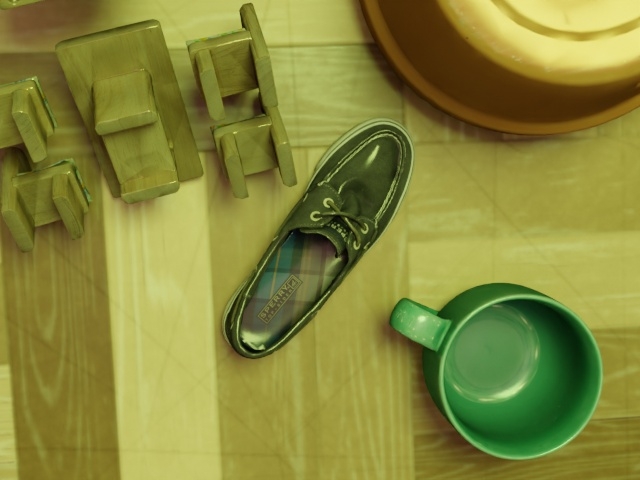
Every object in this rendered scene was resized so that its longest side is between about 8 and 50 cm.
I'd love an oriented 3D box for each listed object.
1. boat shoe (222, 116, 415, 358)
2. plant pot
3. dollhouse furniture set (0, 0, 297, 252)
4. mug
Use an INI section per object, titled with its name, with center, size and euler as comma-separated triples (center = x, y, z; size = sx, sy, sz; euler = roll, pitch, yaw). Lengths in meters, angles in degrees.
[boat shoe]
center = 0.000, 0.000, 0.707
size = 0.080, 0.076, 0.228
euler = 40, 91, -8
[plant pot]
center = 0.162, -0.208, 0.612
size = 0.291, 0.203, 0.291
euler = 1, 102, 5
[dollhouse furniture set]
center = -0.152, -0.146, 0.649
size = 0.212, 0.161, 0.242
euler = -15, 133, -4
[mug]
center = 0.141, 0.088, 0.721
size = 0.129, 0.097, 0.158
euler = -30, 97, -2
